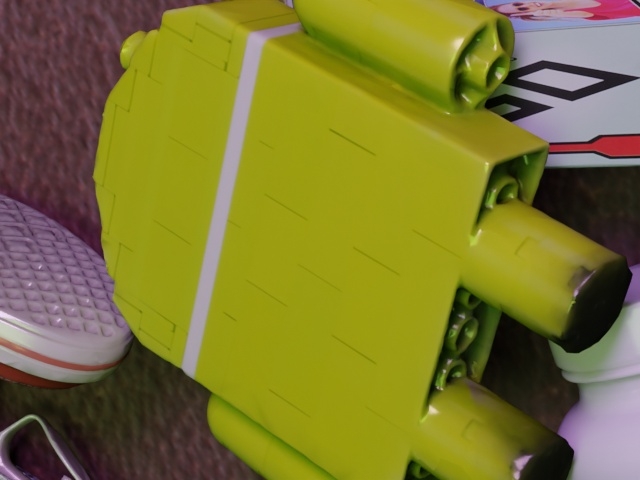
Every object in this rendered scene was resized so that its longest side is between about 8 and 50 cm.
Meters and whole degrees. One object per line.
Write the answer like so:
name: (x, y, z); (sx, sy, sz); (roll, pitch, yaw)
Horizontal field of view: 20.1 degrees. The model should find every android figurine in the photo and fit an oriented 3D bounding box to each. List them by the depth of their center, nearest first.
android figurine: (0.000, 0.000, 0.759); (0.273, 0.056, 0.248); (31, 122, 34)

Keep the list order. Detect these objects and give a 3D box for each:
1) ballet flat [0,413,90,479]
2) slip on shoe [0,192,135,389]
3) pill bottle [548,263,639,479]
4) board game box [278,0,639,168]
ballet flat: (-0.175, 0.105, 0.926); (0.188, 0.070, 0.070); (37, 113, 8)
slip on shoe: (-0.234, 0.023, 0.893); (0.331, 0.123, 0.101); (13, 109, 25)
pill bottle: (0.170, 0.117, 0.749); (0.121, 0.121, 0.216); (-18, 95, 25)
board game box: (0.099, -0.136, 0.711); (0.317, 0.046, 0.213); (0, 103, 40)
